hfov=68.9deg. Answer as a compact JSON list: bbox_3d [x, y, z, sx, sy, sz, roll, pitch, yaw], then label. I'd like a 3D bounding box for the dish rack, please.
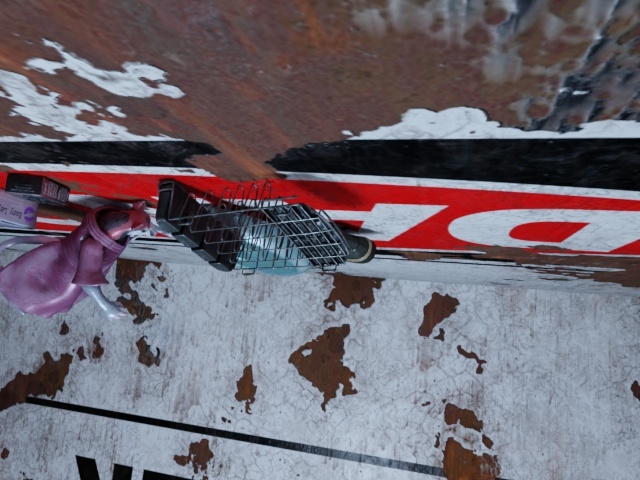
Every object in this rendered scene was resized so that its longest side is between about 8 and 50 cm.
[{"bbox_3d":[-0.096,-0.017,0.714,0.271,0.074,0.208,-4,152,23],"label":"dish rack"}]

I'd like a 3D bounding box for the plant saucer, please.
[{"bbox_3d":[-0.160,0.013,0.971,0.317,0.044,0.318,15,164,4],"label":"plant saucer"}]

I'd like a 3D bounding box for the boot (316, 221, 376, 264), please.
[{"bbox_3d":[0.000,0.000,0.983,0.197,0.077,0.137,-9,155,38],"label":"boot"}]

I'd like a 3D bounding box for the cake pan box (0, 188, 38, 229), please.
[{"bbox_3d":[-0.712,-0.077,0.858,0.245,0.070,0.267,6,172,7],"label":"cake pan box"}]

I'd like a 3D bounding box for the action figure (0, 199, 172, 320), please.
[{"bbox_3d":[-0.467,0.005,0.946,0.370,0.248,0.275,-35,115,30],"label":"action figure"}]

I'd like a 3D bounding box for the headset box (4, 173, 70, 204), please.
[{"bbox_3d":[-0.468,-0.084,0.771,0.062,0.032,0.083,5,173,2],"label":"headset box"}]
